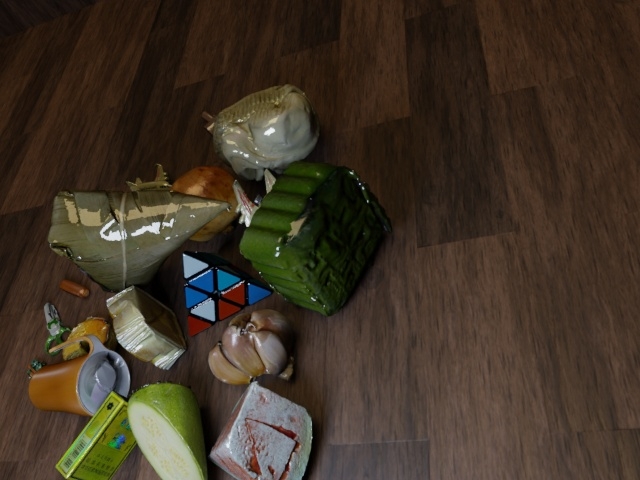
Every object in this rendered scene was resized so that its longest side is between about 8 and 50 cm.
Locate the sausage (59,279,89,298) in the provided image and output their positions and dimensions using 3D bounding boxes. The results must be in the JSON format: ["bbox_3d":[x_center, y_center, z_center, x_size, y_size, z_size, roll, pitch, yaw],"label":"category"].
[{"bbox_3d":[-0.822,0.164,1.897,0.131,0.041,0.039,15,60,33],"label":"sausage"}]

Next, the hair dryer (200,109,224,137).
[{"bbox_3d":[-0.401,-0.457,2.126,0.117,0.064,0.182,-43,45,-9],"label":"hair dryer"}]

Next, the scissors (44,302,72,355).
[{"bbox_3d":[-0.868,0.279,1.847,0.101,0.027,0.204,-36,52,-6],"label":"scissors"}]

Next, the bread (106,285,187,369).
[{"bbox_3d":[-0.485,0.245,1.572,0.110,0.210,0.192,-40,49,2],"label":"bread"}]

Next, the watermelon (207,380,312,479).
[{"bbox_3d":[-0.166,0.444,1.285,0.262,0.201,0.212,5,59,38],"label":"watermelon"}]

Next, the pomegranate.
[{"bbox_3d":[-0.352,-0.111,1.752,0.248,0.248,0.248,-13,53,17],"label":"pomegranate"}]

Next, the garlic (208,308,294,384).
[{"bbox_3d":[-0.175,0.266,1.448,0.214,0.191,0.160,-15,26,30],"label":"garlic"}]

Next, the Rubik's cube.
[{"bbox_3d":[-0.293,0.185,1.622,0.250,0.284,0.234,26,90,2],"label":"Rubik's cube"}]

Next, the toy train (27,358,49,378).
[{"bbox_3d":[-0.868,0.411,1.747,0.103,0.044,0.064,22,79,35],"label":"toy train"}]

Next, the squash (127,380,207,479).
[{"bbox_3d":[-0.370,0.492,1.352,0.189,0.189,0.260,-23,47,9],"label":"squash"}]

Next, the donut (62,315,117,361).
[{"bbox_3d":[-0.687,0.304,1.716,0.181,0.078,0.146,-11,52,26],"label":"donut"}]

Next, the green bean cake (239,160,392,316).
[{"bbox_3d":[0.000,0.000,1.444,0.218,0.335,0.319,12,65,42],"label":"green bean cake"}]

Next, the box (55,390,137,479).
[{"bbox_3d":[-0.546,0.513,1.454,0.064,0.141,0.220,24,71,37],"label":"box"}]

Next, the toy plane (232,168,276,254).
[{"bbox_3d":[-0.172,-0.074,1.686,0.256,0.242,0.104,-60,10,11],"label":"toy plane"}]

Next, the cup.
[{"bbox_3d":[-0.679,0.382,1.580,0.264,0.182,0.226,-11,88,26],"label":"cup"}]

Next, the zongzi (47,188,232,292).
[{"bbox_3d":[-0.438,0.037,1.596,0.467,0.500,0.218,2,65,4],"label":"zongzi"}]

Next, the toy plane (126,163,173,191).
[{"bbox_3d":[-0.588,-0.179,1.995,0.244,0.092,0.229,6,58,28],"label":"toy plane"}]

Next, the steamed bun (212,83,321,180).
[{"bbox_3d":[-0.168,-0.320,1.791,0.352,0.247,0.339,-22,32,2],"label":"steamed bun"}]
